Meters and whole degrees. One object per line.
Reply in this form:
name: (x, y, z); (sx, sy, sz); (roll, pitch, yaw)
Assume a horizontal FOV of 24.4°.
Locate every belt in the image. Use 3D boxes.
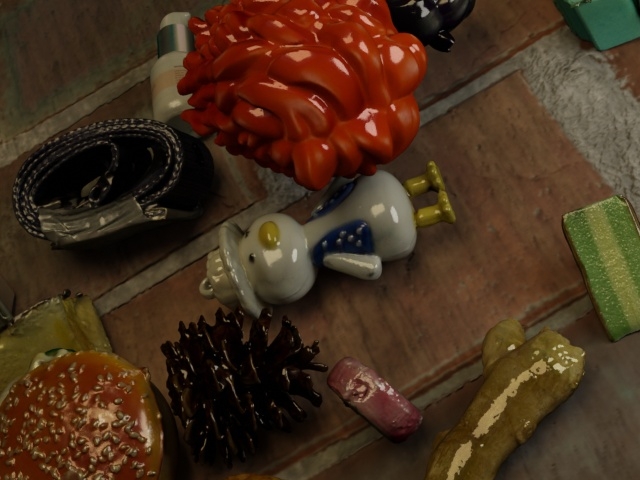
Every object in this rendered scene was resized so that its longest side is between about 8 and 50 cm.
belt: (-0.243, -0.063, 1.767); (0.230, 0.126, 0.139); (-18, 79, 15)

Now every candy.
candy: (0.052, 0.158, 1.466); (0.103, 0.103, 0.043); (34, 83, 40)

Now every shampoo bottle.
shampoo bottle: (-0.181, -0.212, 1.872); (0.074, 0.074, 0.192); (-21, 51, 12)

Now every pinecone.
pinecone: (-0.075, 0.142, 1.514); (0.165, 0.163, 0.163); (-19, 48, -9)

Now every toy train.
toy train: (0.334, -0.320, 1.669); (0.163, 0.112, 0.203); (-20, 49, 21)

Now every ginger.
ginger: (0.151, 0.204, 1.407); (0.118, 0.065, 0.299); (9, 59, 47)

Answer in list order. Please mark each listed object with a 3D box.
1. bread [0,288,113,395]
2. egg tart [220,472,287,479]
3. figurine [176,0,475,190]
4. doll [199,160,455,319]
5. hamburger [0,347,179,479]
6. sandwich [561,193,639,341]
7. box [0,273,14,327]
bread: (-0.317, 0.107, 1.652); (0.140, 0.160, 0.169); (-32, 48, 3)
egg tart: (-0.050, 0.304, 1.363); (0.202, 0.147, 0.202); (-25, 46, 29)
figurine: (0.017, -0.210, 1.636); (0.306, 0.241, 0.412); (4, 29, 31)
doll: (0.000, 0.000, 1.597); (0.293, 0.119, 0.138); (-22, 60, 12)
hamburger: (-0.246, 0.222, 1.527); (0.237, 0.147, 0.237); (-18, 62, 36)
sandwich: (0.291, 0.027, 1.457); (0.074, 0.074, 0.116); (-22, 49, 12)
box: (-0.433, 0.075, 1.788); (0.122, 0.089, 0.062); (-16, 40, 15)
